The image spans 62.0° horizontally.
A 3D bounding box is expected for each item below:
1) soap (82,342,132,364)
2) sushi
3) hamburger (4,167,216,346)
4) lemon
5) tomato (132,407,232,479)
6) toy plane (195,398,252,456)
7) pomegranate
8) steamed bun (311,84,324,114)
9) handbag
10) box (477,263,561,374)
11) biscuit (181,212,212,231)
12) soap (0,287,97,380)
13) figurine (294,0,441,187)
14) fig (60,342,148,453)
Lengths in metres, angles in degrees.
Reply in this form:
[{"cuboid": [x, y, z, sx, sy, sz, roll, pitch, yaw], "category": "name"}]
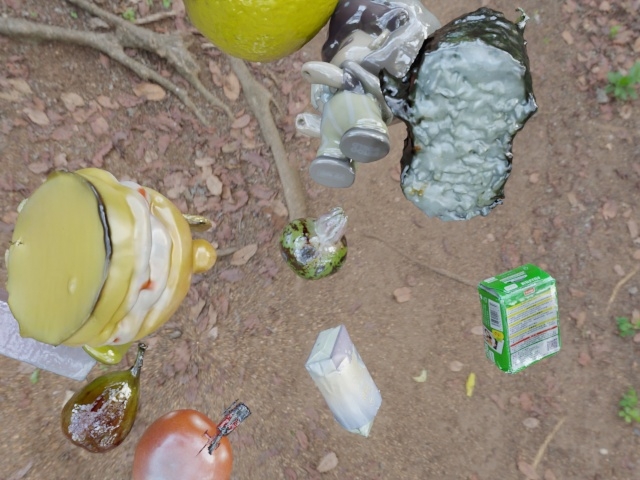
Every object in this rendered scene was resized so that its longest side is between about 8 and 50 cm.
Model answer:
[{"cuboid": [-0.428, 0.201, 1.070, 0.089, 0.140, 0.045, 42, 98, -12], "category": "soap"}, {"cuboid": [0.135, -0.127, 0.562, 0.147, 0.213, 0.115, 0, 45, 7], "category": "sushi"}, {"cuboid": [-0.317, 0.032, 0.827, 0.236, 0.276, 0.277, 6, 73, -57], "category": "hamburger"}, {"cuboid": [-0.096, -0.410, 0.837, 0.253, 0.310, 0.254, 8, 71, -24], "category": "lemon"}, {"cuboid": [-0.358, 0.573, 1.385, 0.255, 0.224, 0.256, -1, 76, 3], "category": "tomato"}, {"cuboid": [-0.168, 0.329, 0.938, 0.037, 0.060, 0.145, 44, 107, 0], "category": "toy plane"}, {"cuboid": [-0.006, -0.004, 1.025, 0.138, 0.125, 0.163, 8, 114, -35], "category": "pomegranate"}, {"cuboid": [0.061, -0.359, 1.233, 0.182, 0.183, 0.106, 5, 61, -12], "category": "steamed bun"}, {"cuboid": [0.040, 0.252, 0.940, 0.095, 0.117, 0.173, -23, 104, 23], "category": "handbag"}, {"cuboid": [0.505, 0.201, 1.355, 0.180, 0.103, 0.250, -19, 114, -11], "category": "box"}, {"cuboid": [-0.345, -0.040, 1.076, 0.247, 0.118, 0.029, 3, 80, -13], "category": "biscuit"}, {"cuboid": [-0.661, 0.208, 1.241, 0.285, 0.296, 0.107, 28, 78, -21], "category": "soap"}, {"cuboid": [0.080, -0.248, 0.837, 0.203, 0.248, 0.381, 19, 53, 1], "category": "figurine"}, {"cuboid": [-0.505, 0.374, 1.302, 0.170, 0.145, 0.274, 41, 73, -35], "category": "fig"}]
